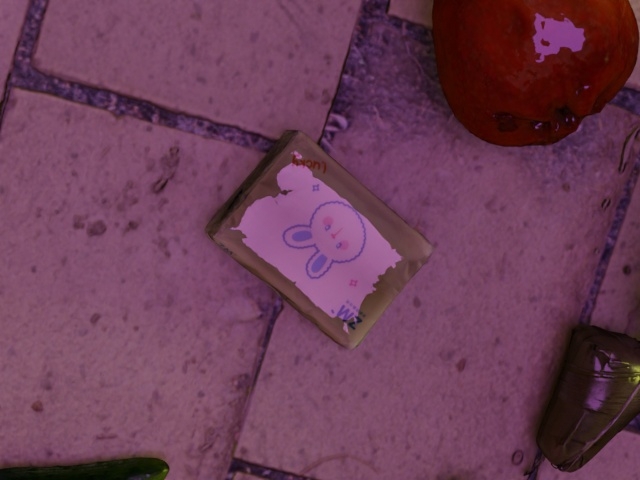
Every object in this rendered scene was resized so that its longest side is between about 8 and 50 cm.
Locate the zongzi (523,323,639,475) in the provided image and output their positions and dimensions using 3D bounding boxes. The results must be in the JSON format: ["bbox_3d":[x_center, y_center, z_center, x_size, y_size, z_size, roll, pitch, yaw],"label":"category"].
[{"bbox_3d":[0.331,0.197,1.916,0.178,0.081,0.189,13,102,-25],"label":"zongzi"}]

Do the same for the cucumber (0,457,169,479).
[{"bbox_3d":[-0.282,0.262,1.821,0.250,0.056,0.056,-4,97,-11],"label":"cucumber"}]

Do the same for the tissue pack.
[{"bbox_3d":[0.000,0.000,1.819,0.196,0.092,0.148,40,88,-12],"label":"tissue pack"}]

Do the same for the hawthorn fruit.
[{"bbox_3d":[0.206,-0.246,1.778,0.211,0.211,0.299,-17,90,-7],"label":"hawthorn fruit"}]
